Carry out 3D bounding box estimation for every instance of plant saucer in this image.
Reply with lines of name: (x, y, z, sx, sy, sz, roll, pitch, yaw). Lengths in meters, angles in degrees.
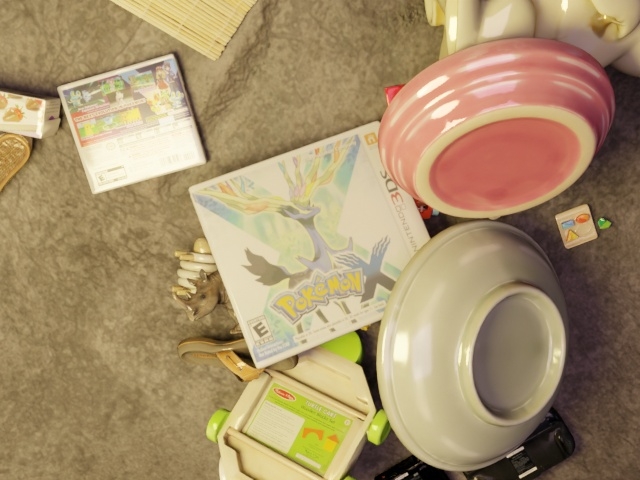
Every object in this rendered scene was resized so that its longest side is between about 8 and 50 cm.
plant saucer: (0.249, -0.133, 1.041, 0.331, 0.332, 0.084, -8, 58, 2)
plant saucer: (0.272, 0.169, 1.141, 0.400, 0.100, 0.401, -3, 96, -33)

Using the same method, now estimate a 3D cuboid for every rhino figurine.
rhino figurine: (-0.127, 0.095, 1.189, 0.243, 0.073, 0.106, 7, 72, -35)

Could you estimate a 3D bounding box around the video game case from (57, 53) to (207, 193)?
video game case: (-0.307, -0.189, 1.216, 0.201, 0.023, 0.184, -15, 101, 5)

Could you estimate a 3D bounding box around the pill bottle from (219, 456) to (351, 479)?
pill bottle: (-0.061, 0.389, 1.283, 0.214, 0.117, 0.117, -14, 101, 4)

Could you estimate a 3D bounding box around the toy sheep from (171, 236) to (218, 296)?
toy sheep: (-0.199, 0.060, 1.233, 0.091, 0.091, 0.132, 7, 98, -1)

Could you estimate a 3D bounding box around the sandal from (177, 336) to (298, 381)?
sandal: (-0.139, 0.197, 1.208, 0.219, 0.060, 0.090, 0, 143, 17)

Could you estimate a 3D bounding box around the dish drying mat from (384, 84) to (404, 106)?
dish drying mat: (0.128, -0.210, 1.212, 0.032, 0.008, 0.083, -10, 102, 4)

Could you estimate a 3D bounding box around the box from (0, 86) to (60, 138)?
box: (-0.582, -0.225, 1.181, 0.323, 0.067, 0.063, 11, 103, 1)

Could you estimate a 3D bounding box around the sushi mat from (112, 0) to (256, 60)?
sushi mat: (-0.221, -0.385, 1.065, 0.019, 0.316, 0.151, 45, 105, 36)

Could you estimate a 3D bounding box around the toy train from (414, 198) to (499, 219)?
toy train: (0.220, -0.085, 1.221, 0.166, 0.046, 0.125, 0, 117, -4)

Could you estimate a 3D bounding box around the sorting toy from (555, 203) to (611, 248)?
sorting toy: (0.442, -0.028, 1.243, 0.083, 0.012, 0.062, -21, 100, 5)

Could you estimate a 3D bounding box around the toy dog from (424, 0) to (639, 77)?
toy dog: (0.372, -0.313, 1.055, 0.407, 0.285, 0.396, -9, 114, 3)

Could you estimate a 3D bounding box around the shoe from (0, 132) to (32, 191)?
shoe: (-0.556, -0.105, 1.225, 0.219, 0.058, 0.076, -36, 120, 11)

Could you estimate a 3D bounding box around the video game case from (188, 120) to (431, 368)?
video game case: (0.000, 0.000, 1.156, 0.328, 0.036, 0.300, -21, 81, -10)

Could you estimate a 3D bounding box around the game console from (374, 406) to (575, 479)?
game console: (0.289, 0.433, 1.327, 0.361, 0.044, 0.213, -32, 101, 8)

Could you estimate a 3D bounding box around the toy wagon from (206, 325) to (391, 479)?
toy wagon: (-0.014, 0.274, 1.227, 0.267, 0.068, 0.344, 22, 67, 24)
